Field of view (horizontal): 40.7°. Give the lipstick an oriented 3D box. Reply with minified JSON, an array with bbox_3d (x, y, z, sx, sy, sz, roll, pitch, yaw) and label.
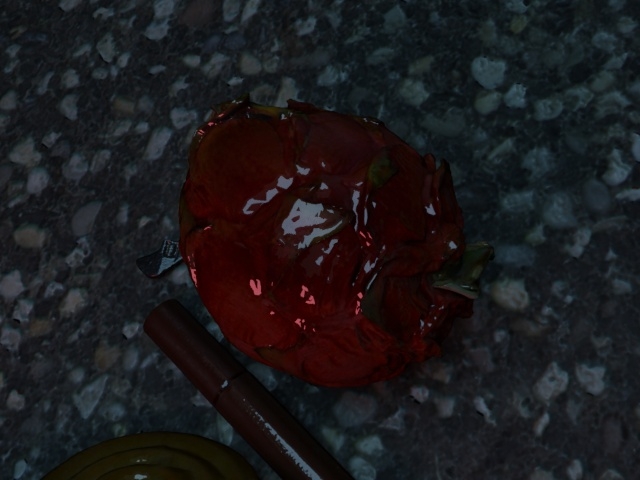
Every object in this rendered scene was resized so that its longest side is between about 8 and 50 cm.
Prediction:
[{"bbox_3d":[-0.061,0.194,0.921,0.057,0.057,0.357,-45,67,-6],"label":"lipstick"}]

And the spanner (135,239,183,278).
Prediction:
[{"bbox_3d":[-0.124,0.005,1.036,0.209,0.012,0.046,-14,67,7],"label":"spanner"}]

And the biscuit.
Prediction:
[{"bbox_3d":[-0.184,0.271,0.846,0.262,0.037,0.262,-4,28,2],"label":"biscuit"}]

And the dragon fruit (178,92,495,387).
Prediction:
[{"bbox_3d":[0.000,0.000,0.871,0.343,0.277,0.277,20,75,18],"label":"dragon fruit"}]
